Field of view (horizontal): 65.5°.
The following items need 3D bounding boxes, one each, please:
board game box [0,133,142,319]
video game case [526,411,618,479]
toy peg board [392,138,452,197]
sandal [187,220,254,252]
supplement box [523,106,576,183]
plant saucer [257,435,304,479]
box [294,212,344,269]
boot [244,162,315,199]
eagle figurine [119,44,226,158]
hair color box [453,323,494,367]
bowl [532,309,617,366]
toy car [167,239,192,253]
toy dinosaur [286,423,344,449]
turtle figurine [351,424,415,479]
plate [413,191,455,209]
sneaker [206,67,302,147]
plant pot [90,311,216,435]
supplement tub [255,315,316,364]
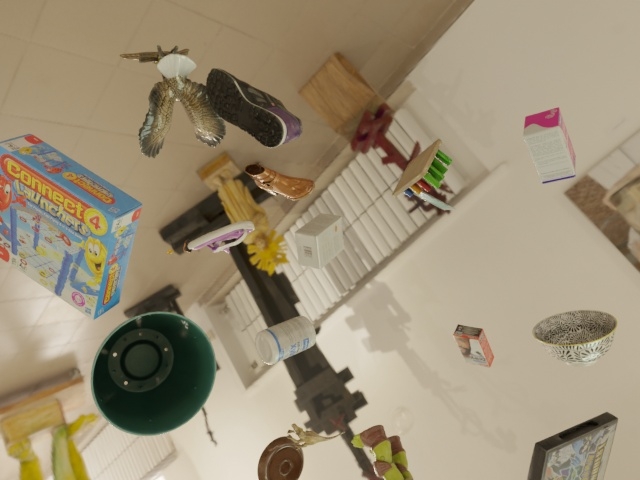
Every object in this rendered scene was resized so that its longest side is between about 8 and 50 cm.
[{"bbox_3d":[-0.569,-0.025,1.099,0.302,0.308,0.086,-64,171,32],"label":"board game box"},{"bbox_3d":[0.547,0.536,1.105,0.248,0.035,0.274,-6,109,-28],"label":"video game case"},{"bbox_3d":[0.321,-0.203,1.537,0.161,0.079,0.161,-58,-170,-32],"label":"toy peg board"},{"bbox_3d":[-0.375,-0.004,2.043,0.169,0.102,0.416,-25,-179,24],"label":"sandal"},{"bbox_3d":[0.767,-0.314,1.661,0.114,0.111,0.220,-12,132,38],"label":"supplement box"},{"bbox_3d":[-0.114,0.691,1.525,0.168,0.168,0.029,-17,-174,-36],"label":"plant saucer"},{"bbox_3d":[0.000,0.000,1.711,0.170,0.091,0.130,-39,130,-48],"label":"box"},{"bbox_3d":[-0.129,-0.189,1.554,0.197,0.072,0.152,0,159,29],"label":"boot"},{"bbox_3d":[-0.417,-0.400,1.447,0.226,0.298,0.225,-2,-166,23],"label":"eagle figurine"},{"bbox_3d":[0.533,0.368,1.727,0.053,0.093,0.167,-53,129,-31],"label":"hair color box"},{"bbox_3d":[0.562,0.223,1.087,0.170,0.080,0.170,-18,-170,3],"label":"bowl"},{"bbox_3d":[-0.627,0.030,2.209,0.122,0.060,0.040,0,161,-38],"label":"toy car"},{"bbox_3d":[-0.023,0.502,1.260,0.093,0.053,0.183,-20,145,36],"label":"toy dinosaur"},{"bbox_3d":[0.125,0.390,0.747,0.270,0.217,0.087,27,113,-39],"label":"turtle figurine"},{"bbox_3d":[0.396,-0.148,1.788,0.188,0.188,0.024,8,111,-59],"label":"plate"},{"bbox_3d":[-0.169,-0.338,1.273,0.124,0.283,0.107,-29,157,-52],"label":"sneaker"},{"bbox_3d":[-0.448,0.327,1.293,0.293,0.293,0.235,-21,-174,-29],"label":"plant pot"},{"bbox_3d":[-0.070,0.199,1.000,0.107,0.071,0.071,-16,153,-37],"label":"supplement tub"}]
